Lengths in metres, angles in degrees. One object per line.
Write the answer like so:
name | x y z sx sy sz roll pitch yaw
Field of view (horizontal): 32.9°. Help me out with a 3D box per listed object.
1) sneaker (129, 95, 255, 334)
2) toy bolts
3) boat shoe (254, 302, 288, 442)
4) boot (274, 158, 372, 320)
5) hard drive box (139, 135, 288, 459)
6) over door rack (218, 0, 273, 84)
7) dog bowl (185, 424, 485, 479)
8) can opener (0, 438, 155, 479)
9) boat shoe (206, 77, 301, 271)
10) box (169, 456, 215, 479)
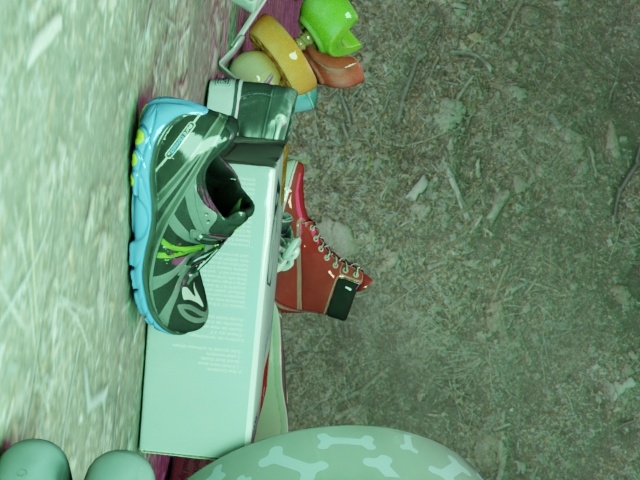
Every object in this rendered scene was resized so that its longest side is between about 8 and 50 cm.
sneaker | -0.084 -0.007 0.717 0.067 0.078 0.188 -84 180 -52
toy bolts | -0.060 -0.239 1.314 0.218 0.158 0.228 53 -5 20
boat shoe | -0.093 0.224 1.449 0.091 0.109 0.305 84 7 -67
boot | 0.000 0.000 1.683 0.088 0.176 0.244 -66 163 -76
hard drive box | -0.084 0.037 0.889 0.181 0.089 0.232 -82 178 -77
over door rack | -0.048 -0.334 1.047 0.239 0.108 0.324 95 15 -78
dog bowl | 0.007 0.288 0.859 0.102 0.348 0.349 -106 -162 -53
can opener | -0.107 0.198 0.521 0.093 0.074 0.280 -83 179 -46
boat shoe | -0.071 -0.007 1.093 0.113 0.105 0.306 -84 180 -82
box | -0.038 0.303 1.041 0.148 0.232 0.127 -87 -177 -58
